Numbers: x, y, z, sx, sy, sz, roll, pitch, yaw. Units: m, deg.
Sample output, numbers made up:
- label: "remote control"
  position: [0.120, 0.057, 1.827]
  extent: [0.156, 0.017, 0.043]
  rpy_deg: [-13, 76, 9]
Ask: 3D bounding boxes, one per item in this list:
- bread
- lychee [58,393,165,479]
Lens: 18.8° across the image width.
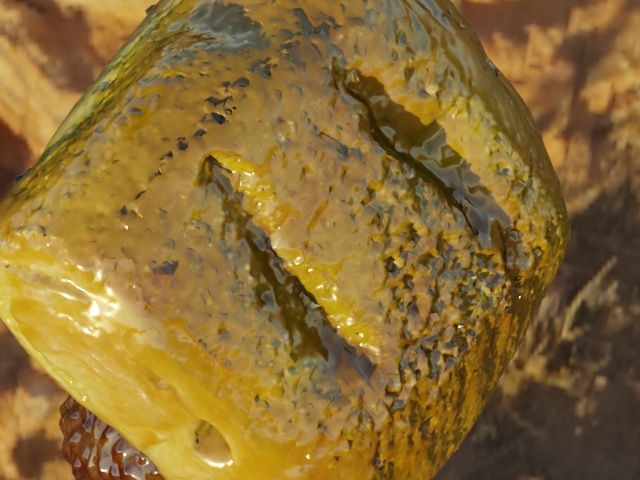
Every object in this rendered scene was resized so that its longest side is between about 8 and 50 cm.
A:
- label: "bread"
  position: [0.005, 0.000, 1.134]
  extent: [0.337, 0.328, 0.148]
  rpy_deg: [-52, 27, -22]
- label: "lychee"
  position: [-0.094, 0.141, 1.393]
  extent: [0.200, 0.200, 0.238]
  rpy_deg: [38, 103, 23]
